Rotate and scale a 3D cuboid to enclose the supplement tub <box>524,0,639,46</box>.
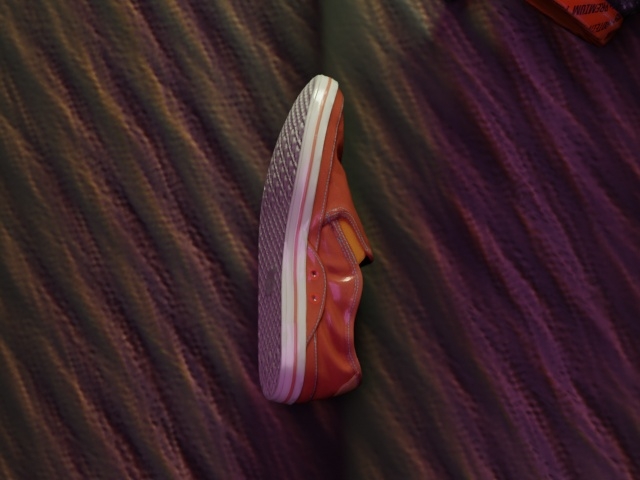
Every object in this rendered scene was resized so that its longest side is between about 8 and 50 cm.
[{"bbox_3d":[0.304,-0.365,1.844,0.207,0.207,0.338,37,92,15],"label":"supplement tub"}]

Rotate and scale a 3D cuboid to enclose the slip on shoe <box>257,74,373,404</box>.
[{"bbox_3d":[0.000,0.000,1.935,0.101,0.123,0.331,5,78,-18],"label":"slip on shoe"}]
